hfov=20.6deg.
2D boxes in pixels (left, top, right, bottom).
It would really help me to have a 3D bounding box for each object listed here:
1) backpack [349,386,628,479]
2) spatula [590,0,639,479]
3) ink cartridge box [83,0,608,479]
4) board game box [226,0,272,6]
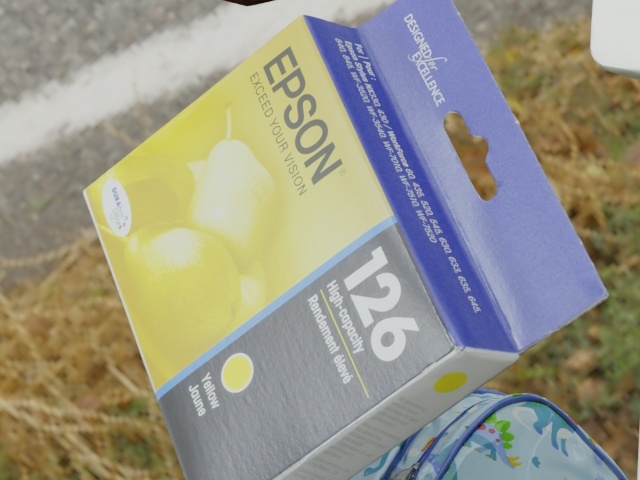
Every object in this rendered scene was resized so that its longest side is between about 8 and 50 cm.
[{"bbox_3d":[0.090,0.275,1.314,0.273,0.290,0.355,-40,11,30],"label":"backpack"},{"bbox_3d":[0.176,-0.015,0.624,0.019,0.168,0.242,172,101,-77],"label":"spatula"},{"bbox_3d":[0.000,0.000,1.200,0.307,0.072,0.303,-39,53,21],"label":"ink cartridge box"},{"bbox_3d":[-0.071,-0.160,0.845,0.145,0.281,0.027,-6,83,38],"label":"board game box"}]
